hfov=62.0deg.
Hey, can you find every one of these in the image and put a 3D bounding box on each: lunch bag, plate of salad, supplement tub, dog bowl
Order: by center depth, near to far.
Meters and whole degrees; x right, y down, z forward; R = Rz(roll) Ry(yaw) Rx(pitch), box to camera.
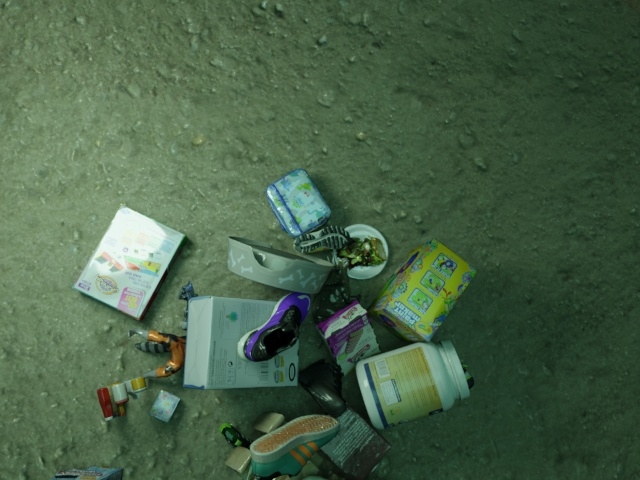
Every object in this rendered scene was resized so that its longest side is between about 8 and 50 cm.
[{"bbox_3d":[0.290,0.452,1.701,0.316,0.228,0.228,-18,82,3],"label":"supplement tub"},{"bbox_3d":[-0.138,0.079,1.701,0.349,0.349,0.102,16,91,-4],"label":"dog bowl"},{"bbox_3d":[-0.501,0.533,1.713,0.071,0.053,0.083,26,68,-4],"label":"lunch bag"},{"bbox_3d":[-0.081,-0.124,1.863,0.176,0.090,0.219,-29,84,-8],"label":"lunch bag"},{"bbox_3d":[0.144,0.038,1.881,0.200,0.048,0.199,1,81,-7],"label":"plate of salad"}]

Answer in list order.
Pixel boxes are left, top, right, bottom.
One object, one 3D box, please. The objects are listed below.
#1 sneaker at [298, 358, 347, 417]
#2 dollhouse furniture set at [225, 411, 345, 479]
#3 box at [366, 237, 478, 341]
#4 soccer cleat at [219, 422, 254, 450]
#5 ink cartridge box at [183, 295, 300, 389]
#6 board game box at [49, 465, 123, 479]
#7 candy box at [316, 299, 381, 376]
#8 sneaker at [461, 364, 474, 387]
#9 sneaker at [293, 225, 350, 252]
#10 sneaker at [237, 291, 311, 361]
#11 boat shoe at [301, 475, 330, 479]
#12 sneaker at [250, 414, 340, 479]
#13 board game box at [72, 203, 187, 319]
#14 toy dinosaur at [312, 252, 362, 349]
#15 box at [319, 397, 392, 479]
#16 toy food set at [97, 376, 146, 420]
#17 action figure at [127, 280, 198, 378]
[{"bbox_3d":[0.019,0.448,1.676,0.130,0.286,0.109,-39,113,-12],"label":"sneaker"},{"bbox_3d":[-0.166,0.791,1.632,0.362,0.256,0.394,48,61,-11],"label":"dollhouse furniture set"},{"bbox_3d":[0.323,0.174,1.755,0.177,0.290,0.279,37,77,1],"label":"box"},{"bbox_3d":[-0.252,0.656,1.710,0.179,0.072,0.060,38,78,1],"label":"soccer cleat"},{"bbox_3d":[-0.210,0.322,1.665,0.396,0.151,0.269,10,77,-38],"label":"ink cartridge box"},{"bbox_3d":[-0.711,0.721,1.582,0.194,0.194,0.060,7,79,-6],"label":"board game box"},{"bbox_3d":[0.096,0.323,1.739,0.159,0.233,0.071,-32,44,-10],"label":"candy box"},{"bbox_3d":[0.414,0.505,1.829,0.235,0.084,0.097,-24,60,-11],"label":"sneaker"},{"bbox_3d":[0.000,0.000,1.837,0.209,0.094,0.081,-7,84,-16],"label":"sneaker"},{"bbox_3d":[-0.099,0.257,1.577,0.293,0.146,0.102,-44,112,-35],"label":"sneaker"},{"bbox_3d":[0.097,0.774,1.547,0.340,0.113,0.127,26,89,-21],"label":"boat shoe"},{"bbox_3d":[-0.070,0.599,1.531,0.302,0.108,0.121,-9,106,-37],"label":"sneaker"},{"bbox_3d":[-0.628,0.072,1.772,0.242,0.064,0.316,27,78,-2],"label":"board game box"},{"bbox_3d":[0.043,0.217,1.820,0.160,0.121,0.313,25,83,10],"label":"toy dinosaur"},{"bbox_3d":[0.087,0.637,1.707,0.203,0.167,0.168,45,78,2],"label":"box"},{"bbox_3d":[-0.603,0.485,1.617,0.111,0.232,0.104,-9,81,-47],"label":"toy food set"},{"bbox_3d":[-0.437,0.295,1.709,0.330,0.178,0.341,-9,96,-14],"label":"action figure"}]
